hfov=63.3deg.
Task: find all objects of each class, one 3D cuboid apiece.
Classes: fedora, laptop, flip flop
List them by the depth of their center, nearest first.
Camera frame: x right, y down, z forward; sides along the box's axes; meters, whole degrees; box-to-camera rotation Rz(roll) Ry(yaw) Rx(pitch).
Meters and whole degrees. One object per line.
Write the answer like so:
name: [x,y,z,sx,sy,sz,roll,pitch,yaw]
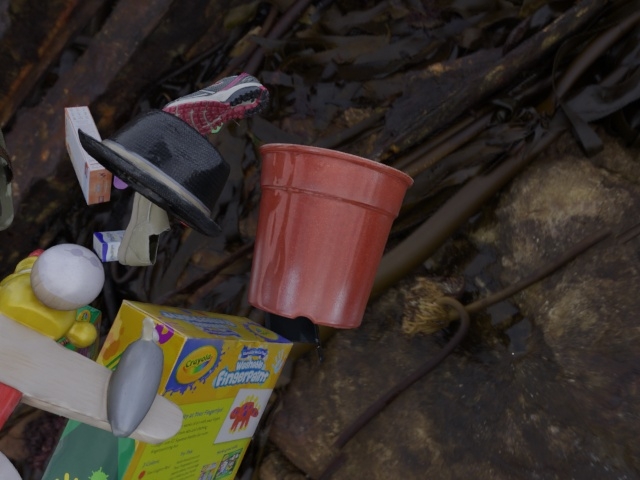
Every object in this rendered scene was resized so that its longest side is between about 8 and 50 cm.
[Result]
fedora: [-0.297,-0.152,1.019,0.334,0.334,0.152,30,79,23]
flip flop: [-0.723,-0.158,1.136,0.080,0.112,0.277,-3,98,29]
laptop: [-0.081,0.222,1.542,0.136,0.264,0.234,-9,58,0]

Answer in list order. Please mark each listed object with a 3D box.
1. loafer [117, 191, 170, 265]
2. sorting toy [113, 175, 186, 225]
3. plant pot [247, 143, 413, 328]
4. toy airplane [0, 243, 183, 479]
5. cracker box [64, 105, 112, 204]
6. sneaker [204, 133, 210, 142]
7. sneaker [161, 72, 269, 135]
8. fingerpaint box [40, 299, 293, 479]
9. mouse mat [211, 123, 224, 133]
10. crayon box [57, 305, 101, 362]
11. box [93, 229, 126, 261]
loafer: [-0.413,-0.056,1.281,0.092,0.102,0.268,20,98,-1]
sorting toy: [-0.580,-0.171,1.934,0.365,0.126,0.127,24,103,-6]
plant pot: [0.000,0.000,0.900,0.272,0.272,0.265,12,89,22]
toy airplane: [-0.381,0.122,0.649,0.384,0.386,0.272,44,97,19]
cracker box: [-0.659,-0.240,1.471,0.232,0.067,0.156,62,145,20]
sneaker: [-0.441,-0.335,1.935,0.087,0.227,0.130,-16,39,-8]
sneaker: [-0.295,-0.379,1.437,0.299,0.121,0.112,-23,60,-27]
fingerpaint box: [-0.276,0.335,1.048,0.163,0.445,0.371,23,88,23]
mouse mat: [-0.358,-0.402,1.636,0.152,0.007,0.190,11,52,12]
crayon box: [-0.616,0.288,1.257,0.081,0.278,0.165,25,45,-4]
box: [-0.745,0.017,1.901,0.126,0.137,0.072,29,118,49]
